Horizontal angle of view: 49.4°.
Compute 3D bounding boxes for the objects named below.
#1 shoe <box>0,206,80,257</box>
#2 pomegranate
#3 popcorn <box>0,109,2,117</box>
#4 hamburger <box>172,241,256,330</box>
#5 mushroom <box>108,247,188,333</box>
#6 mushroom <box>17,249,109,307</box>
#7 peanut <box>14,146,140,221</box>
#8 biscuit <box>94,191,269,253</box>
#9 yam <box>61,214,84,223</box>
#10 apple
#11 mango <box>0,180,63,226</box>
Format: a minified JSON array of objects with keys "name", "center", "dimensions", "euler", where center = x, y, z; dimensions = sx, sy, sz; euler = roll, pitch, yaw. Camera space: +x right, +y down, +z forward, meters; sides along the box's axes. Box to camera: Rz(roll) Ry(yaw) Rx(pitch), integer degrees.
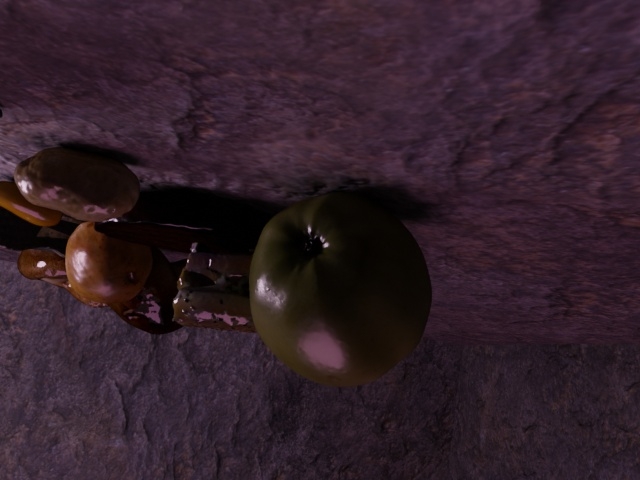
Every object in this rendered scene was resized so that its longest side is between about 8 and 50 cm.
[{"name":"shoe","center":[-0.825,-0.035,1.958],"dimensions":[0.171,0.132,0.336],"euler":[12,175,36]},{"name":"pomegranate","center":[-0.576,0.054,1.882],"dimensions":[0.248,0.248,0.248],"euler":[9,168,2]},{"name":"popcorn","center":[-0.686,-0.134,1.045],"dimensions":[0.293,0.237,0.293],"euler":[9,165,3]},{"name":"hamburger","center":[-0.168,0.107,1.539],"dimensions":[0.277,0.195,0.318],"euler":[6,172,8]},{"name":"mushroom","center":[-0.495,0.106,2.151],"dimensions":[0.334,0.356,0.331],"euler":[30,166,40]},{"name":"mushroom","center":[-0.819,0.075,2.287],"dimensions":[0.345,0.239,0.345],"euler":[10,147,6]},{"name":"peanut","center":[-0.447,-0.103,1.285],"dimensions":[0.224,0.129,0.129],"euler":[16,168,-5]},{"name":"biscuit","center":[-0.305,-0.037,1.597],"dimensions":[0.408,0.091,0.407],"euler":[6,169,1]},{"name":"yam","center":[-0.662,-0.073,1.807],"dimensions":[0.043,0.043,0.094],"euler":[-3,165,45]},{"name":"apple","center":[0.029,0.088,1.302],"dimensions":[0.358,0.357,0.357],"euler":[9,168,2]},{"name":"mango","center":[-0.694,-0.094,1.639],"dimensions":[0.184,0.084,0.102],"euler":[29,163,-32]}]
